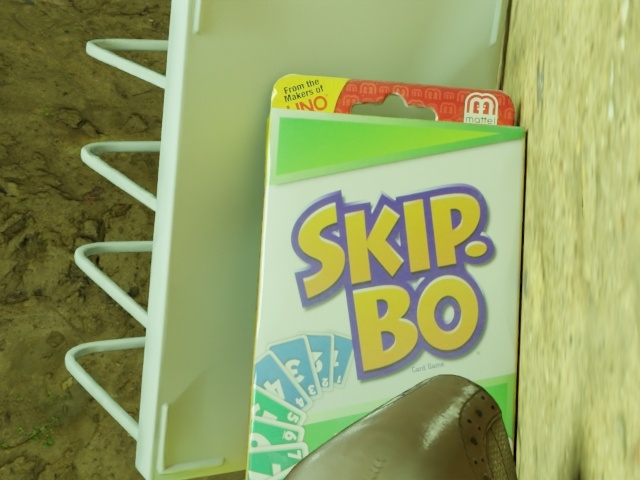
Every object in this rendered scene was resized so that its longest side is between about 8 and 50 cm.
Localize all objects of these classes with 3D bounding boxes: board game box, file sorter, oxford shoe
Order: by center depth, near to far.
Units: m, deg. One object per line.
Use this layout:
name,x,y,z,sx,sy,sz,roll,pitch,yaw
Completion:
oxford shoe,0.044,0.200,0.534,0.133,0.130,0.364,-49,-28,-33
board game box,0.030,0.048,0.622,0.039,0.124,0.260,116,158,-78
file sorter,-0.034,-0.034,0.760,0.173,0.192,0.278,28,116,55

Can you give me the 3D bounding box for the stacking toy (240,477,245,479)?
stacking toy,-0.067,0.191,0.711,0.175,0.301,0.166,95,179,-65
